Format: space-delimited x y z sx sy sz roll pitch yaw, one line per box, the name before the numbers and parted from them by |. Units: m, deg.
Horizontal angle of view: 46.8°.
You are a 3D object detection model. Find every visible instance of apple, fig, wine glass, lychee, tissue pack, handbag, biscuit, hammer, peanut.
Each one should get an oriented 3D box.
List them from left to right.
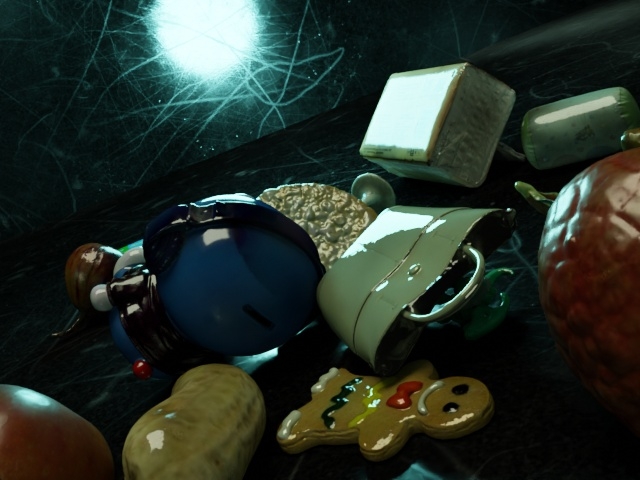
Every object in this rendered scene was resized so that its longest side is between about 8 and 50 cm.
apple | -0.325 0.263 0.726 0.230 0.230 0.230 -19 17 6
fig | -0.447 0.091 1.505 0.149 0.148 0.202 -50 35 41
peanut | -0.133 0.208 0.800 0.137 0.122 0.253 -23 13 23
biscuit | 0.000 0.000 1.180 0.265 0.040 0.188 30 70 16
wine glass | 0.043 -0.081 1.280 0.096 0.264 0.309 30 40 17
biscuit | 0.071 0.177 0.801 0.240 0.035 0.158 -11 22 32
handbag | 0.122 0.055 0.891 0.241 0.109 0.315 -49 19 -8
tissue pack | 0.262 -0.223 1.535 0.238 0.238 0.305 -27 17 -17
hammer | 0.502 -0.233 1.425 0.206 0.119 0.335 -11 13 24
lychee | 0.311 0.022 0.621 0.255 0.300 0.255 11 -9 2

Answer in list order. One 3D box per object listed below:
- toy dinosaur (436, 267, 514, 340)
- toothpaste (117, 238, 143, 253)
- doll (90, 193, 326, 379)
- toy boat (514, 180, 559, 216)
toy dinosaur | 0.199 0.076 0.931 0.096 0.059 0.132 10 43 45
toothpaste | -0.373 0.017 1.753 0.267 0.065 0.050 -23 20 -7
doll | -0.148 0.065 1.051 0.310 0.284 0.240 -34 38 20
toy boat | 0.416 -0.053 0.989 0.293 0.099 0.108 -7 21 18
